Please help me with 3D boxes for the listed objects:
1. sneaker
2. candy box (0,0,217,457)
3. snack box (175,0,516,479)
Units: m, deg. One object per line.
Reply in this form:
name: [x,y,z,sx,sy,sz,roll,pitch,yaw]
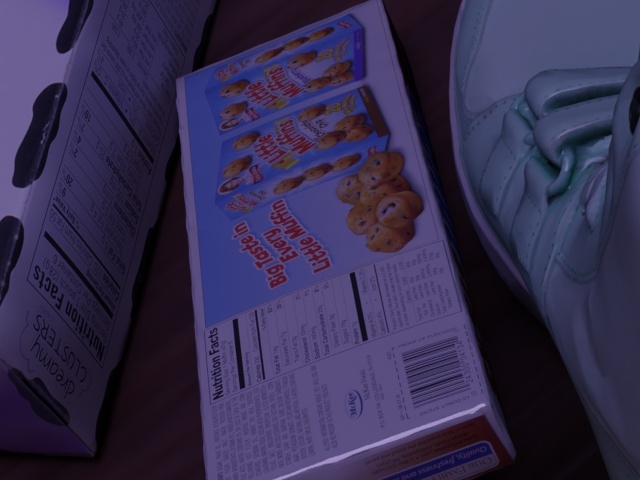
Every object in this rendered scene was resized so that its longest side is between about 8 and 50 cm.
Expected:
sneaker: [0.085,-0.026,0.398,0.094,0.151,0.256,-11,44,-4]
candy box: [-0.126,-0.041,0.560,0.165,0.070,0.196,0,59,21]
snack box: [0.000,0.000,0.479,0.064,0.022,0.178,-22,35,8]
